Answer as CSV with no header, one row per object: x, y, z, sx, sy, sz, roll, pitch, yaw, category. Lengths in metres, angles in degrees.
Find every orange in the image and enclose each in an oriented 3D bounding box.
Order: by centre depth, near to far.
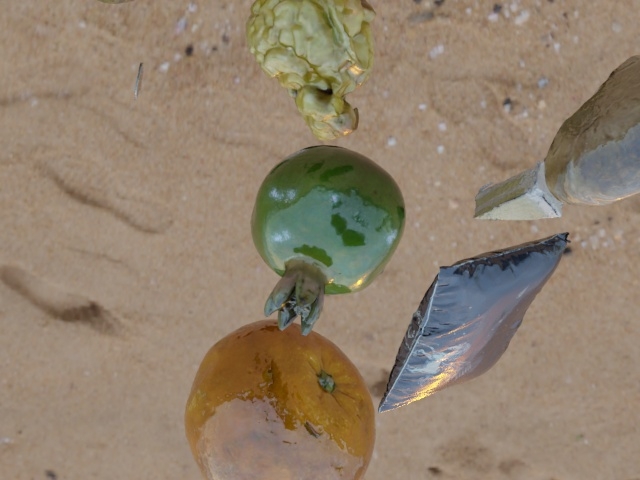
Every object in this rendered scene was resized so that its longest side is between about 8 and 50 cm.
-0.056,0.248,1.399,0.226,0.284,0.284,-37,124,26,orange

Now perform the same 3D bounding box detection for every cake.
0.242,-0.049,1.251,0.065,0.052,0.121,33,149,-26,cake

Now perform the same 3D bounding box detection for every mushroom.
0.243,-0.090,0.652,0.210,0.094,0.072,-27,116,-10,mushroom

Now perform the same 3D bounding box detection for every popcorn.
-0.007,-0.350,1.861,0.225,0.265,0.332,-10,102,21,popcorn

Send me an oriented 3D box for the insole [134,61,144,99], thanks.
-0.318,-0.280,1.776,0.006,0.193,0.065,10,98,-9,insole

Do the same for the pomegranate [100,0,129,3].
-0.403,-0.587,2.028,0.198,0.246,0.198,5,134,6,pomegranate

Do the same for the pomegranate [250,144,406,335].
-0.001,0.001,1.166,0.187,0.225,0.187,14,145,10,pomegranate

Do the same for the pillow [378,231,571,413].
0.130,0.075,0.898,0.141,0.055,0.208,-18,147,-27,pillow
